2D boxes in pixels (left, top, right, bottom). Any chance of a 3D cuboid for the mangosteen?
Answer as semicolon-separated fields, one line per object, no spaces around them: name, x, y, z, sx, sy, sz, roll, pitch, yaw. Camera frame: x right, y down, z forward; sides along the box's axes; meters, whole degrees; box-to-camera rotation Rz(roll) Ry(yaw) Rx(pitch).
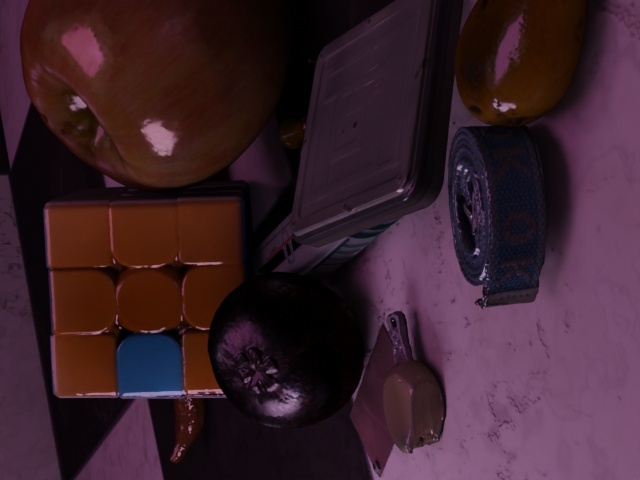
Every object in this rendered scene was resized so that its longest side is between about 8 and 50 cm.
mangosteen;-0.038;0.147;1.705;0.216;0.216;0.216;174;90;-66

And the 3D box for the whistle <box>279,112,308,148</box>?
whistle;-0.014;-0.149;1.756;0.109;0.046;0.057;-5;76;60

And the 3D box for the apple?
apple;-0.226;-0.274;1.797;0.391;0.346;0.391;36;159;16

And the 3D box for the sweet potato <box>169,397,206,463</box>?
sweet potato;-0.240;0.262;2.325;0.072;0.066;0.315;23;114;55

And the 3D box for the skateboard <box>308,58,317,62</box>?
skateboard;0.018;-0.244;1.681;0.083;0.032;0.064;35;117;57

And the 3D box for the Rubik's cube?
Rubik's cube;-0.245;0.068;1.917;0.290;0.291;0.292;-99;7;-82

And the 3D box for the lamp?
lamp;0.060;-0.141;1.446;0.266;0.047;0.269;-23;53;57

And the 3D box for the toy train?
toy train;0.000;0.000;1.706;0.407;0.086;0.088;139;119;-62

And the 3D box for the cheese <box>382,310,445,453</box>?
cheese;0.109;0.173;1.540;0.092;0.047;0.171;7;99;62

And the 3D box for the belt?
belt;0.182;-0.036;1.287;0.148;0.082;0.163;-110;19;-56

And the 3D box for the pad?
pad;0.078;0.215;1.670;0.188;0.006;0.113;107;148;-40

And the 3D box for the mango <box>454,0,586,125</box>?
mango;0.194;-0.201;1.212;0.137;0.098;0.195;-126;43;-55
